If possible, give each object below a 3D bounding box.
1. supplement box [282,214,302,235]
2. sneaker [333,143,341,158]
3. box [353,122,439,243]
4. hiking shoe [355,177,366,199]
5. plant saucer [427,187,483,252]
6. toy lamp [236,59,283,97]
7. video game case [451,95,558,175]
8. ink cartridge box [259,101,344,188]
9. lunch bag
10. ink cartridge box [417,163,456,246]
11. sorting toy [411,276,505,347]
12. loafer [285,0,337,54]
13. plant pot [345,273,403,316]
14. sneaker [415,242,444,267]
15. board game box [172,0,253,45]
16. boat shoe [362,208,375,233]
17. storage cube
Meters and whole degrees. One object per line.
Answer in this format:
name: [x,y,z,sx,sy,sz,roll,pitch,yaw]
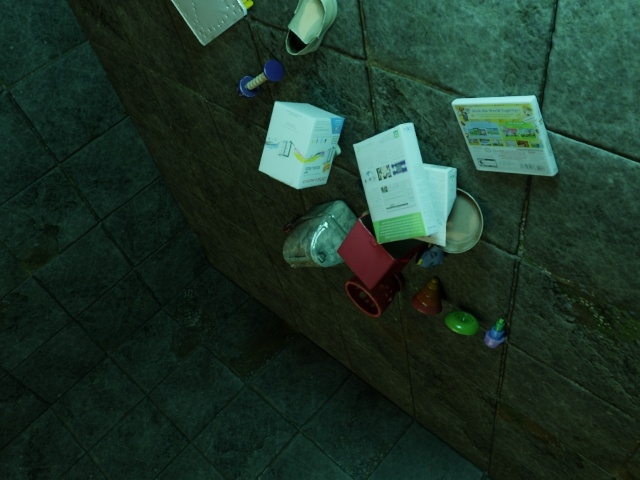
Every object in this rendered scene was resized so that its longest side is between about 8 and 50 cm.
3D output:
supplement box: [-0.059,0.002,2.648,0.239,0.073,0.130,49,157,-9]
sneaker: [-0.011,-0.347,1.940,0.192,0.086,0.064,55,157,-20]
box: [0.218,-0.159,1.690,0.232,0.058,0.322,-10,93,58]
hiking shoe: [0.237,-0.113,1.861,0.304,0.113,0.132,31,153,33]
plant saucer: [0.391,-0.062,1.684,0.199,0.036,0.198,14,112,38]
toy lamp: [-0.217,-0.551,1.980,0.080,0.080,0.275,54,155,-19]
video game case: [0.441,-0.251,1.377,0.227,0.026,0.206,16,144,53]
ink cartridge box: [-0.061,-0.307,1.840,0.168,0.171,0.232,28,115,27]
lunch bag: [0.000,0.000,2.293,0.212,0.256,0.305,53,158,-16]
ink cartridge box: [0.311,-0.111,1.685,0.181,0.056,0.224,17,120,45]
sorting toy: [0.503,0.244,2.059,0.365,0.127,0.126,29,123,30]
loafer: [-0.031,-0.588,1.553,0.102,0.092,0.268,44,158,6]
plant pot: [0.223,0.185,2.319,0.191,0.174,0.191,38,157,19]
sneaker: [0.390,0.032,1.921,0.082,0.069,0.209,18,150,-3]
board game box: [-0.412,-0.856,1.837,0.390,0.050,0.390,55,157,-21]
boat shoe: [0.211,-0.038,2.106,0.059,0.063,0.170,19,146,59]
storage cube: [0.207,0.022,1.954,0.215,0.184,0.193,49,139,15]
